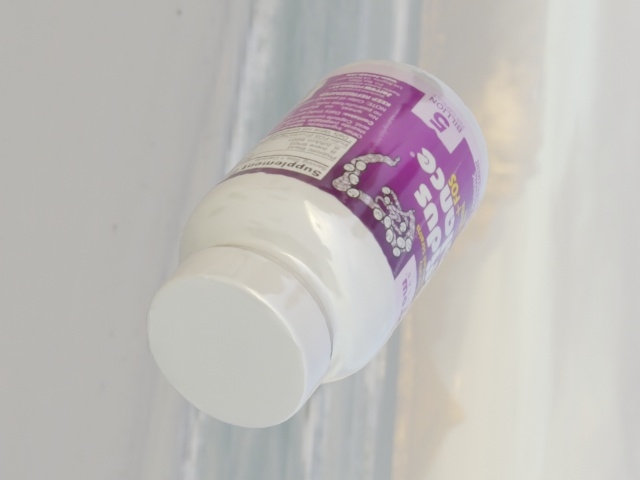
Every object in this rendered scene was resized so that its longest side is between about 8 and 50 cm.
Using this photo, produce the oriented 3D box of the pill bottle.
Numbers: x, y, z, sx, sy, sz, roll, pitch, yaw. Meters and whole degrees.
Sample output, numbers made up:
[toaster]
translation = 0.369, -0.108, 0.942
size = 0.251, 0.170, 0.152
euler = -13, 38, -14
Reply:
[pill bottle]
translation = 0.000, 0.000, 1.138
size = 0.301, 0.169, 0.169
euler = -51, 150, -48
